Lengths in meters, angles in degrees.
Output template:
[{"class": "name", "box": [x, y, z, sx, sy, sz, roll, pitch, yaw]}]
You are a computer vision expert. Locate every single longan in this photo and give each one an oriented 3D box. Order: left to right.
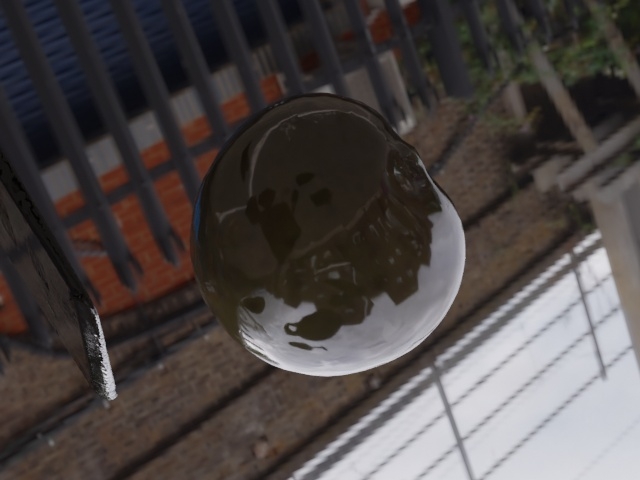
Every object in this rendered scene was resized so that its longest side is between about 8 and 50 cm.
[{"class": "longan", "box": [0.000, 0.000, 0.936, 0.197, 0.220, 0.196, -21, -140, 19]}]

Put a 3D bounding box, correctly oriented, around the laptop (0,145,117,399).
[{"class": "laptop", "box": [-0.147, 0.011, 0.655, 0.016, 0.135, 0.197, -31, 166, -15]}]
